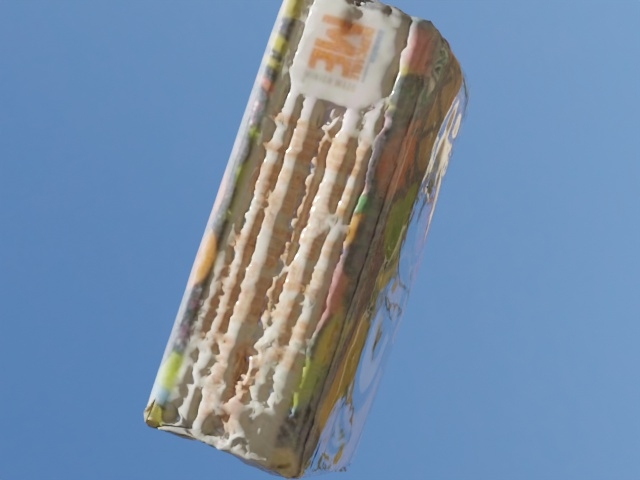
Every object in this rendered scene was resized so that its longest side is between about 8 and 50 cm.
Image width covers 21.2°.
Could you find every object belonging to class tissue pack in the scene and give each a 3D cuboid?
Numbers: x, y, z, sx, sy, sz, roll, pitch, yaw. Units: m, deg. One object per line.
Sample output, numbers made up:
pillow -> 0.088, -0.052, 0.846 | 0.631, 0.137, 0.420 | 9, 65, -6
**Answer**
tissue pack -> 0.000, 0.000, 0.566 | 0.108, 0.060, 0.148 | 26, -99, -79
